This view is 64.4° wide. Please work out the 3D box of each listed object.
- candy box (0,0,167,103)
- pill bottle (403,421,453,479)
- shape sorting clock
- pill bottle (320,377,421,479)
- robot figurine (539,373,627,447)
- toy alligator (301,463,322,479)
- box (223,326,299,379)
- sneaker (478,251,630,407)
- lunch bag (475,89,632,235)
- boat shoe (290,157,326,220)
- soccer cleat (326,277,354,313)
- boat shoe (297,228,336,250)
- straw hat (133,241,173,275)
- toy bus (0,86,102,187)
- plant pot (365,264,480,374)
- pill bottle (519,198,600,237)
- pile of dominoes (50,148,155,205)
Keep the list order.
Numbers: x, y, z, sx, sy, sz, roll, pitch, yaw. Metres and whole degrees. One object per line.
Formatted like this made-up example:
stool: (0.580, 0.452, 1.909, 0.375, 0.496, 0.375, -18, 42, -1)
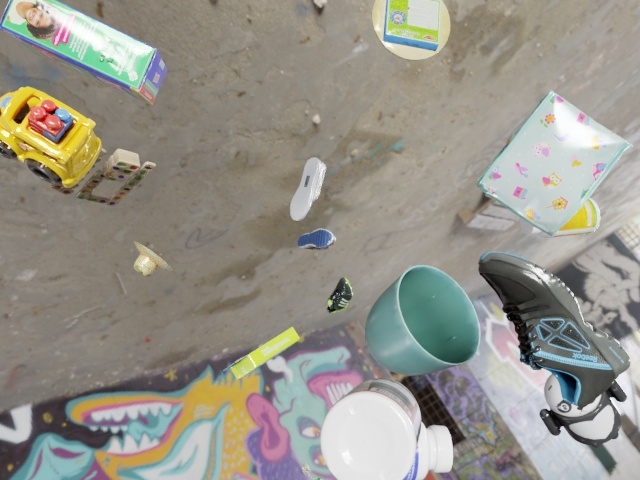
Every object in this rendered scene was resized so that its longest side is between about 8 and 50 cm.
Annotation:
candy box: (-0.559, -0.465, 1.255, 0.268, 0.317, 0.122, -147, -101, -77)
pill bottle: (0.187, 0.529, 1.291, 0.272, 0.152, 0.152, 3, 152, -4)
shape sorting clock: (0.228, -0.552, 1.281, 0.206, 0.206, 0.040, -26, 177, -14)
pill bottle: (0.107, 0.349, 0.962, 0.161, 0.161, 0.283, -34, 165, 7)
robot figurine: (0.809, 0.515, 1.565, 0.209, 0.278, 0.173, -49, -157, -23)
toy alligator: (0.015, 0.672, 1.354, 0.051, 0.190, 0.056, -22, -168, 36)
box: (-0.146, 0.288, 1.281, 0.178, 0.042, 0.109, -25, 168, -44)
sneaker: (0.415, 0.161, 0.948, 0.139, 0.341, 0.125, -46, 177, -8)
lunch bag: (0.524, -0.169, 1.178, 0.262, 0.223, 0.160, -55, 172, 13)
boat shoe: (-0.044, -0.203, 2.088, 0.088, 0.096, 0.268, 20, 83, -52)
soccer cleat: (0.058, 0.177, 1.576, 0.072, 0.060, 0.179, -22, 151, -19)
boat shoe: (0.000, 0.000, 1.744, 0.066, 0.066, 0.183, 19, 167, -35)
straw hat: (-0.495, 0.067, 1.443, 0.061, 0.144, 0.144, -56, 165, -19)
toy bus: (-0.584, -0.239, 1.052, 0.149, 0.220, 0.211, -64, -168, -22)
plant pot: (0.266, 0.253, 1.464, 0.293, 0.293, 0.235, -12, 158, -41)
pill bottle: (0.858, -0.080, 1.837, 0.245, 0.136, 0.136, -6, 153, -8)
pile of dominoes: (-0.572, -0.156, 1.335, 0.251, 0.040, 0.196, -32, 152, 34)
